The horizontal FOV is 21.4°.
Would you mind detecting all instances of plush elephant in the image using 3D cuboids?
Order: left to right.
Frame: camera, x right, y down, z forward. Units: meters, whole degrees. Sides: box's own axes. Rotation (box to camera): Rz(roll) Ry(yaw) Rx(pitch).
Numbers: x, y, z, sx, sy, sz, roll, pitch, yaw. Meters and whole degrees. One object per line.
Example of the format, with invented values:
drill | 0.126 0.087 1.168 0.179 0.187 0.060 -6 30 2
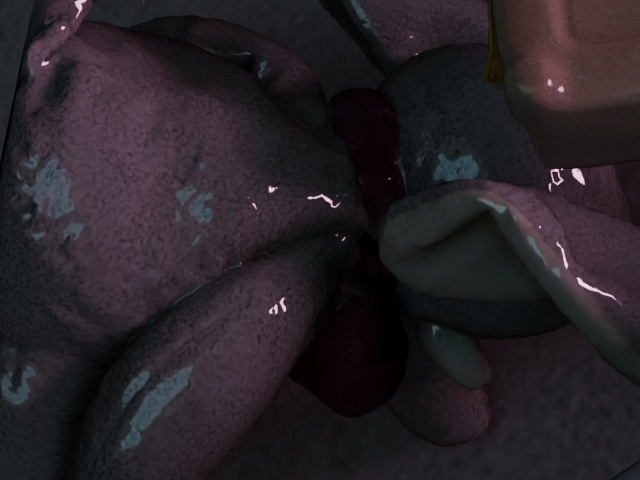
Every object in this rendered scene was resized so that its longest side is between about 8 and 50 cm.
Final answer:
plush elephant | 0.000 0.000 0.668 0.255 0.272 0.330 11 130 -11

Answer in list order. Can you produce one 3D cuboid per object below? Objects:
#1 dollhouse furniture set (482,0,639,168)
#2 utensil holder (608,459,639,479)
dollhouse furniture set | 0.204 -0.124 0.598 0.301 0.151 0.198 -7 73 10
utensil holder | 0.233 0.193 0.438 0.327 0.327 0.385 -37 78 17
